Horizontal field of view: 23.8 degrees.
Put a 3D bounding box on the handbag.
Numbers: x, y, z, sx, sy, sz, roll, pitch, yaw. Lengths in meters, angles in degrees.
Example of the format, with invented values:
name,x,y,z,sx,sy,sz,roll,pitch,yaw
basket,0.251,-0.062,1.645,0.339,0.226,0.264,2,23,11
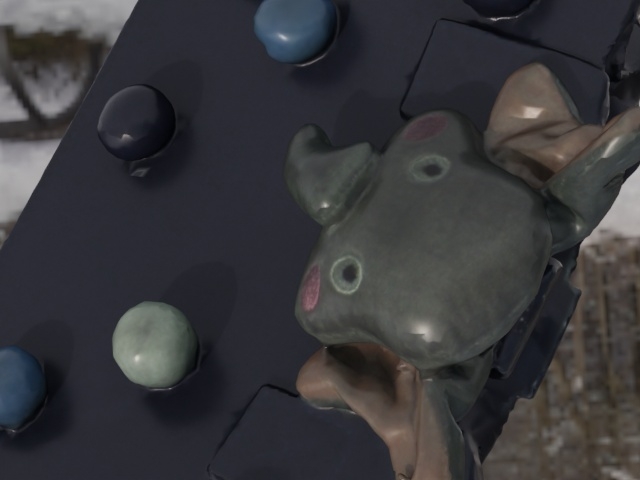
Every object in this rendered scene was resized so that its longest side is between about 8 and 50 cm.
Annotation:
name,x,y,z,sx,sy,sz,roll,pitch,yaw
handbag,0.000,0.000,0.619,0.269,0.326,0.118,18,166,33
